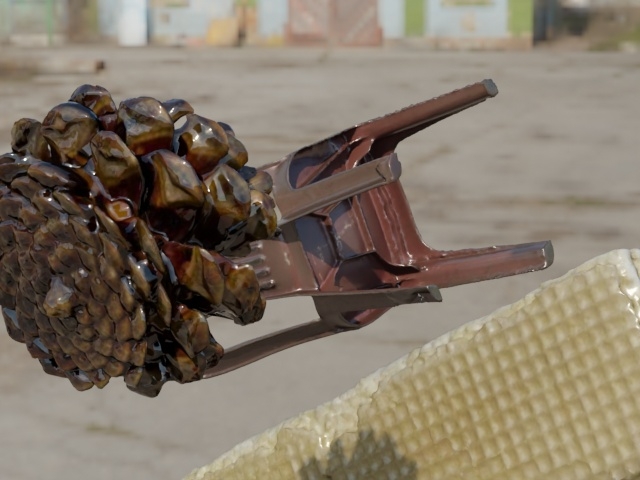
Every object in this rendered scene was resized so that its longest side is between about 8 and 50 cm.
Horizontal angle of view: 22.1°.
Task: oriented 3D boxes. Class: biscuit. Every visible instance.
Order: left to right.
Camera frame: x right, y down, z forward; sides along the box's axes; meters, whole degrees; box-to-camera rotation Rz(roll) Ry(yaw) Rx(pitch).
[{"bbox_3d":[0.063,0.146,1.048,0.426,0.144,0.078,-33,-20,36],"label":"biscuit"}]

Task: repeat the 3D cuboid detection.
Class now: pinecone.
[{"bbox_3d":[-0.080,-0.005,0.715,0.140,0.140,0.121,7,24,36],"label":"pinecone"}]

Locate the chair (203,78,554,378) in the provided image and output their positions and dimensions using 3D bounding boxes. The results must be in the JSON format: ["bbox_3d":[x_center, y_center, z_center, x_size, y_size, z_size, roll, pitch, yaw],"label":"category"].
[{"bbox_3d":[0.000,0.000,1.400,0.326,0.175,0.183,-13,9,40],"label":"chair"}]
